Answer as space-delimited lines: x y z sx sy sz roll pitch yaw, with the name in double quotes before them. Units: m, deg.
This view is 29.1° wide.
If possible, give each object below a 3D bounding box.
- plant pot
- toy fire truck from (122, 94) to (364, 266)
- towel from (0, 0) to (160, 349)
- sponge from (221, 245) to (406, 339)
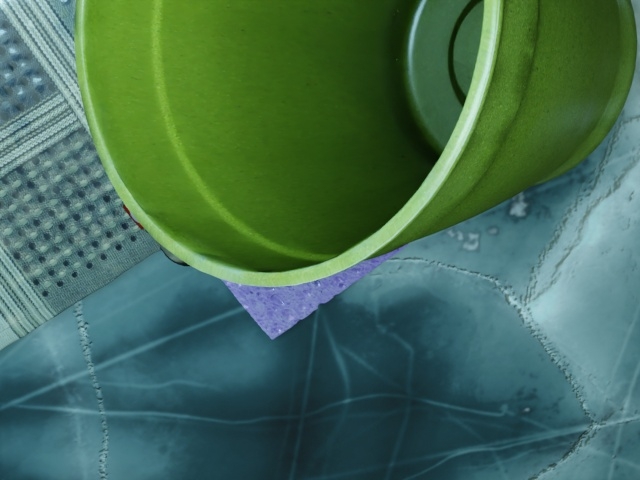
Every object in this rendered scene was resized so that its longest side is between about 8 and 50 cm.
"plant pot" 0.066 -0.160 0.952 0.353 0.366 0.366 -4 123 -52
"toy fire truck" -0.104 -0.135 1.096 0.217 0.158 0.246 -41 96 -28
"towel" -0.284 -0.079 1.153 0.312 0.056 0.324 -31 116 -1
"sponge" 0.000 0.000 1.264 0.210 0.031 0.117 -36 118 4
